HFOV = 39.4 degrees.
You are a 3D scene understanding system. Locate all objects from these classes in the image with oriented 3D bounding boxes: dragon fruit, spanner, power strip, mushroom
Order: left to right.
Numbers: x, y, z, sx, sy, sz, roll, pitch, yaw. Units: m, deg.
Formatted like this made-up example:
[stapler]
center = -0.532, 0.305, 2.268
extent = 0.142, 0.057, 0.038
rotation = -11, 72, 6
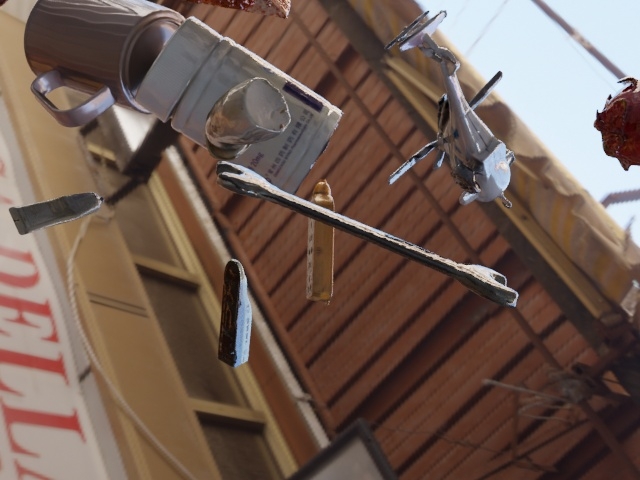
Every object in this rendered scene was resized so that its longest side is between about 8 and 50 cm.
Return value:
[mushroom]
center = -0.120, -0.165, 1.271
extent = 0.223, 0.092, 0.081
rotation = -19, -98, 66
[power strip]
center = 0.000, 0.000, 1.222
extent = 0.049, 0.028, 0.178
rotation = 137, -43, -73
[spanner]
center = 0.031, -0.007, 0.684
extent = 0.255, 0.054, 0.015
rotation = 23, -75, 6
[dragon fruit]
center = 0.434, -0.150, 1.134
extent = 0.133, 0.166, 0.136
rotation = -130, -139, -52

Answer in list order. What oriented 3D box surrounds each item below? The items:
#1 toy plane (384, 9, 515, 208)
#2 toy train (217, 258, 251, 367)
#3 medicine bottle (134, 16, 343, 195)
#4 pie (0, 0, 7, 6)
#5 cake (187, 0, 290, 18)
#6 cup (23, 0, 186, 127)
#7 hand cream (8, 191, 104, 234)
[toy plane]
center = 0.162, -0.130, 0.959
extent = 0.182, 0.273, 0.107
rotation = -32, -124, -22
[toy train]
center = -0.171, 0.143, 1.821
extent = 0.052, 0.051, 0.233
rotation = 21, -64, 33
[medicine bottle]
center = -0.146, -0.237, 1.592
extent = 0.190, 0.332, 0.190
rotation = -58, -174, 10
[pie]
center = -0.405, -0.280, 0.977
extent = 0.034, 0.170, 0.092
rotation = -15, -75, 50
[cake]
center = -0.190, -0.469, 1.597
extent = 0.160, 0.262, 0.158
rotation = -32, -138, 26
[cup]
center = -0.420, -0.359, 1.694
extent = 0.273, 0.288, 0.208
rotation = 23, -54, 30
[hand cream]
center = -0.457, -0.053, 1.564
extent = 0.057, 0.165, 0.037
rotation = 60, -35, 16
